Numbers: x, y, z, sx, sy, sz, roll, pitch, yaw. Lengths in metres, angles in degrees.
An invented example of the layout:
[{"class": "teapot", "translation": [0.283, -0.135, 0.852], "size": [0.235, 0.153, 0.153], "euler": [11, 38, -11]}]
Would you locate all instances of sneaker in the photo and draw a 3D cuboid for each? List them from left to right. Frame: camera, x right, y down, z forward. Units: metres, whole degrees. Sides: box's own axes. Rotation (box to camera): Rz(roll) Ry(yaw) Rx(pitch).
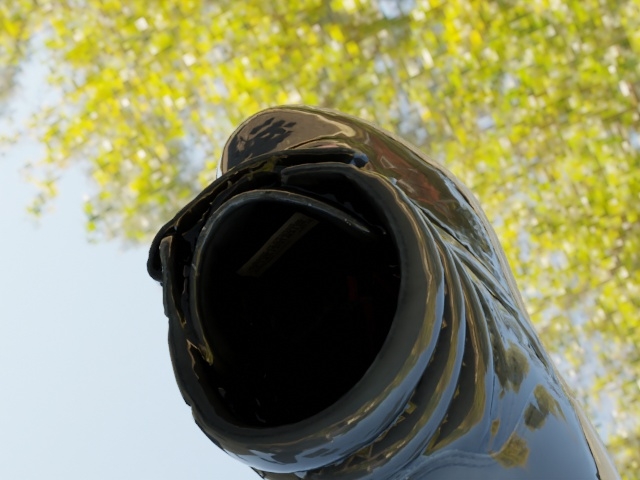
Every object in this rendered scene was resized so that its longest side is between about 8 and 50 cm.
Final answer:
[{"class": "sneaker", "translation": [0.000, 0.000, 0.494], "size": [0.104, 0.147, 0.296], "euler": [-37, -140, 6]}]
